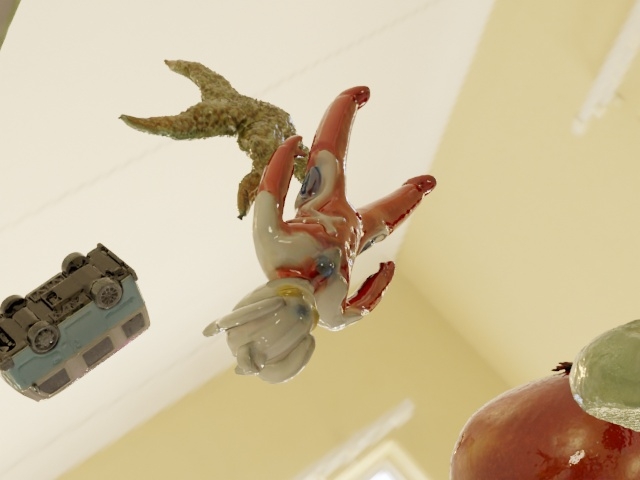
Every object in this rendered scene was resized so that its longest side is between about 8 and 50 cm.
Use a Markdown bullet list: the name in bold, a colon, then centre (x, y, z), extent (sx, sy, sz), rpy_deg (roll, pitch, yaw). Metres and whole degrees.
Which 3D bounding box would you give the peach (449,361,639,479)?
- **peach**: centre (0.395, 0.375, 2.152), extent (0.370, 0.370, 0.370), rpy_deg (-37, -21, -16)

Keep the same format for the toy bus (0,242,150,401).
- **toy bus**: centre (-0.192, 0.067, 0.984), extent (0.123, 0.060, 0.075), rpy_deg (-36, -47, -21)

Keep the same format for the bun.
- **bun**: centre (0.391, 0.151, 1.466), extent (0.212, 0.203, 0.127), rpy_deg (24, -109, -43)

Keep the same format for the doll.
- **doll**: centre (0.000, 0.000, 1.282), extent (0.099, 0.188, 0.384), rpy_deg (-25, 23, 40)

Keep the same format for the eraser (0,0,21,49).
- **eraser**: centre (-0.277, -0.174, 0.687), extent (0.092, 0.274, 0.210), rpy_deg (33, -104, -61)

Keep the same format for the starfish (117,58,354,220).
- **starfish**: centre (-0.093, -0.131, 1.516), extent (0.347, 0.358, 0.078), rpy_deg (-1, -49, -54)
